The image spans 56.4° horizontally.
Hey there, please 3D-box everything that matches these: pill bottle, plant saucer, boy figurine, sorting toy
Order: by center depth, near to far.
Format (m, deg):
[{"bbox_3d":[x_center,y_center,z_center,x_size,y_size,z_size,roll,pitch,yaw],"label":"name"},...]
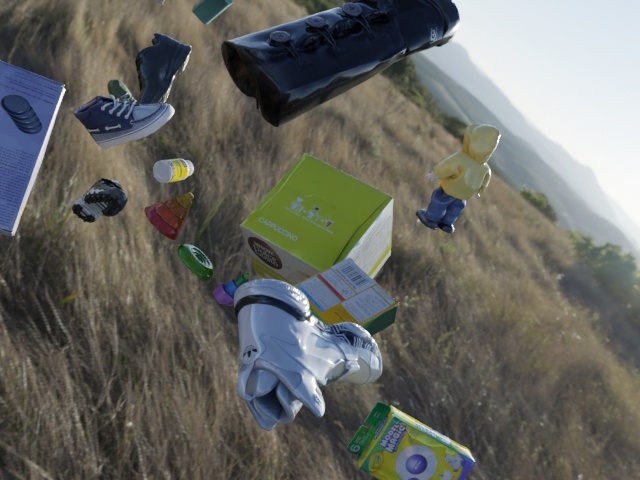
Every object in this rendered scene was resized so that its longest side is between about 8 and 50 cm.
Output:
[{"bbox_3d":[0.338,-0.157,1.464,0.177,0.285,0.092,9,29,-28],"label":"boy figurine"},{"bbox_3d":[-0.319,0.006,1.624,0.366,0.126,0.127,49,7,10],"label":"sorting toy"},{"bbox_3d":[-0.416,-0.201,1.701,0.065,0.065,0.116,45,26,9],"label":"pill bottle"},{"bbox_3d":[-0.333,-0.711,1.814,0.067,0.018,0.192,44,-25,-25],"label":"plant saucer"}]

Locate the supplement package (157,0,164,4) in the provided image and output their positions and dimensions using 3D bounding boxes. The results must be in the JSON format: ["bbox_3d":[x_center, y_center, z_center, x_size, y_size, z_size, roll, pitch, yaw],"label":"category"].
[{"bbox_3d":[-0.251,-0.533,0.950,0.149,0.203,0.194,30,-14,-24],"label":"supplement package"}]

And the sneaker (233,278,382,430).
[{"bbox_3d":[-0.018,0.232,1.037,0.365,0.137,0.210,39,41,-38],"label":"sneaker"}]

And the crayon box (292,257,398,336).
[{"bbox_3d":[0.006,0.188,1.495,0.322,0.083,0.203,-24,49,-28],"label":"crayon box"}]

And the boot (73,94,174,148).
[{"bbox_3d":[-0.368,-0.233,1.107,0.086,0.189,0.069,54,32,-38],"label":"boot"}]

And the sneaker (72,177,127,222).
[{"bbox_3d":[-0.500,-0.108,1.393,0.078,0.234,0.106,46,58,-25],"label":"sneaker"}]

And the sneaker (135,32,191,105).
[{"bbox_3d":[-0.471,-0.464,1.678,0.130,0.109,0.286,28,58,-18],"label":"sneaker"}]

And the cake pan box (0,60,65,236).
[{"bbox_3d":[-0.542,-0.158,0.862,0.266,0.246,0.070,17,-15,-25],"label":"cake pan box"}]

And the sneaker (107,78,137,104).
[{"bbox_3d":[-0.595,-0.428,1.905,0.064,0.086,0.192,-50,133,-32],"label":"sneaker"}]

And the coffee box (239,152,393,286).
[{"bbox_3d":[0.000,0.000,1.886,0.337,0.338,0.334,29,-26,22],"label":"coffee box"}]

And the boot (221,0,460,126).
[{"bbox_3d":[-0.002,-0.434,1.221,0.367,0.445,0.146,44,-23,37],"label":"boot"}]

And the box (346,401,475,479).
[{"bbox_3d":[0.140,0.338,0.940,0.179,0.105,0.043,30,8,-5],"label":"box"}]
